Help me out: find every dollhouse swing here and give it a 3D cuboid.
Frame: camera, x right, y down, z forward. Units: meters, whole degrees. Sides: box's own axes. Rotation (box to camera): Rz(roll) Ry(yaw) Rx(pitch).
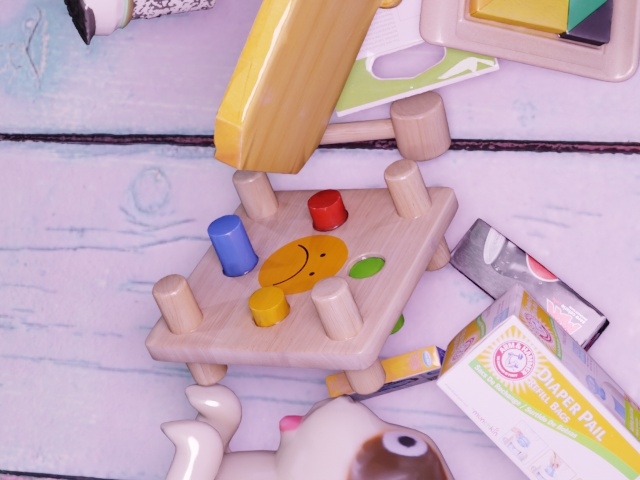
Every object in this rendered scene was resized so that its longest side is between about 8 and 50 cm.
[{"bbox_3d":[-0.078,-0.275,1.441,0.315,0.347,0.305,40,100,9],"label":"dollhouse swing"}]

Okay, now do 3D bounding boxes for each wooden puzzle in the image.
[{"bbox_3d":[0.228,-0.290,1.566,0.238,0.044,0.221,8,83,-15],"label":"wooden puzzle"}]

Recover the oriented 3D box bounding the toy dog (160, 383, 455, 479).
[{"bbox_3d":[-0.050,0.322,1.476,0.408,0.284,0.395,-36,82,6],"label":"toy dog"}]

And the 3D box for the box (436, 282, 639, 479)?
[{"bbox_3d":[0.220,0.157,1.469,0.203,0.114,0.103,46,108,-3],"label":"box"}]

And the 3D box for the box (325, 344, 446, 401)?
[{"bbox_3d":[0.080,0.137,1.569,0.136,0.081,0.028,-19,76,11],"label":"box"}]

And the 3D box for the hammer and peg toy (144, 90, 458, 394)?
[{"bbox_3d":[0.000,0.000,1.554,0.265,0.127,0.361,-1,39,30],"label":"hammer and peg toy"}]

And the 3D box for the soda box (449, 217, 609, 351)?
[{"bbox_3d":[0.213,0.051,1.561,0.169,0.053,0.060,39,93,17],"label":"soda box"}]

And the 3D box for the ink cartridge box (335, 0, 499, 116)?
[{"bbox_3d":[0.075,-0.277,1.633,0.188,0.097,0.255,-15,88,12],"label":"ink cartridge box"}]

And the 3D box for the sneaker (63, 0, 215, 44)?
[{"bbox_3d":[-0.187,-0.404,1.595,0.182,0.158,0.411,-2,82,-18],"label":"sneaker"}]
